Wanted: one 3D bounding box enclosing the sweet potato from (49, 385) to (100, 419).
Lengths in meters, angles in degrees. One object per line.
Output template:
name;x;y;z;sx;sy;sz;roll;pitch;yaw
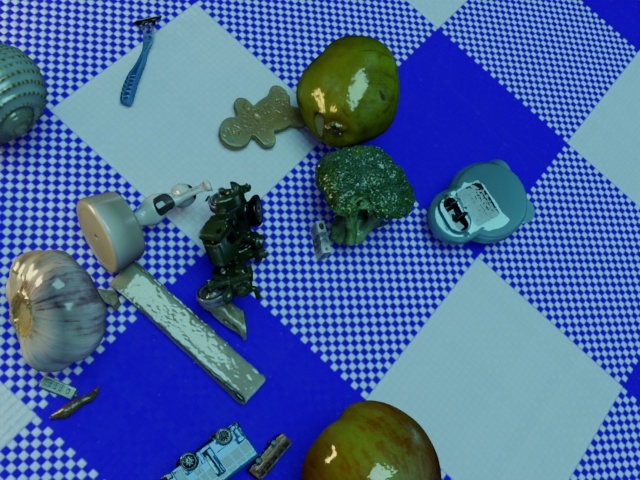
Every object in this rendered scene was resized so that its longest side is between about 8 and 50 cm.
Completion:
sweet potato;-0.498;0.336;1.539;0.115;0.026;0.026;-29;80;-27

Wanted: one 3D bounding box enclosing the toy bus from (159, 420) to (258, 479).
toy bus;-0.227;0.462;1.536;0.184;0.090;0.106;-33;83;-26

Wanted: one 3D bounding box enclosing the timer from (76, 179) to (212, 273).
timer;-0.378;-0.061;1.664;0.266;0.175;0.175;-29;80;-30

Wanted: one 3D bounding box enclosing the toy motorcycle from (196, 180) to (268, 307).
toy motorcycle;-0.195;0.008;1.656;0.127;0.205;0.275;-1;36;17

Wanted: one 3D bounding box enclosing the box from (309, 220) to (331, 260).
box;0.000;0.000;1.814;0.024;0.054;0.083;-5;70;-24

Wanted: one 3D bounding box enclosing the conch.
conch;-0.760;-0.306;1.618;0.319;0.215;0.303;30;52;32

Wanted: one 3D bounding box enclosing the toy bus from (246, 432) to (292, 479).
toy bus;-0.109;0.461;1.607;0.043;0.031;0.110;46;63;-3

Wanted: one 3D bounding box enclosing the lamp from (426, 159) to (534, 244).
lamp;0.400;-0.087;1.921;0.284;0.147;0.209;-22;75;-32

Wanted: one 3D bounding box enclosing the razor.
razor;-0.448;-0.444;1.862;0.081;0.042;0.253;-3;63;27

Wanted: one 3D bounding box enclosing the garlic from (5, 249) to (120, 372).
garlic;-0.503;0.134;1.537;0.253;0.245;0.245;-8;68;-54

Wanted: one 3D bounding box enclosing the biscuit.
biscuit;-0.156;-0.301;1.901;0.234;0.030;0.153;-35;81;-26

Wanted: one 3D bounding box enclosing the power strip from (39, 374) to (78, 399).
power strip;-0.536;0.303;1.545;0.083;0.017;0.027;24;65;-5

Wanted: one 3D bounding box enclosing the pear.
pear;0.073;-0.370;1.871;0.269;0.269;0.321;18;43;-10

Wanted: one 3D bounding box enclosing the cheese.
cheese;-0.291;0.201;1.656;0.400;0.034;0.085;41;58;1

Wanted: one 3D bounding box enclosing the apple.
apple;0.094;0.474;1.538;0.301;0.301;0.302;6;67;-15

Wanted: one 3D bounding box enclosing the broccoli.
broccoli;0.094;-0.110;1.805;0.261;0.269;0.242;0;103;-39

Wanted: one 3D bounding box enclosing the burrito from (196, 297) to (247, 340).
burrito;-0.213;0.160;1.691;0.149;0.041;0.055;38;76;-4
